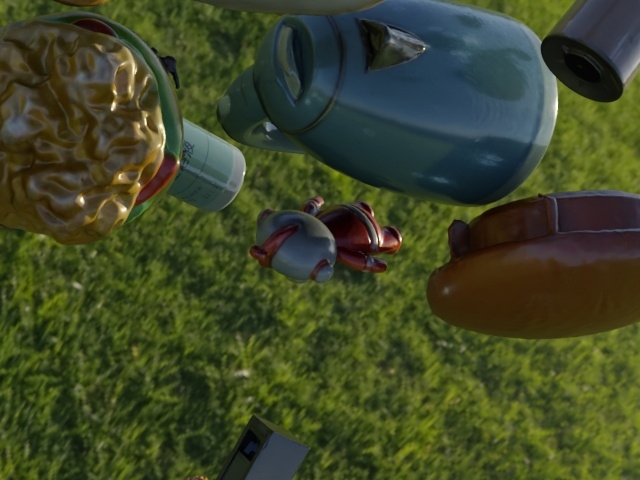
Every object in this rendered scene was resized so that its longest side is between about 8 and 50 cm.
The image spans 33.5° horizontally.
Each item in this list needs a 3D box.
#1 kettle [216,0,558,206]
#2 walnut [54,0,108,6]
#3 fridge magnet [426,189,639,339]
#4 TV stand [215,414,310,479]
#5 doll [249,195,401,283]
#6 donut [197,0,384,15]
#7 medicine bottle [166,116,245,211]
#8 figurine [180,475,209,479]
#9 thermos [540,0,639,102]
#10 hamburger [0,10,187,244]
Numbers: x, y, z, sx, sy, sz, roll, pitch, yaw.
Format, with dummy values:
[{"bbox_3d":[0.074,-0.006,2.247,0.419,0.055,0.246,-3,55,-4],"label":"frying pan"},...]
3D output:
[{"bbox_3d":[0.051,-0.164,1.264,0.342,0.319,0.247,5,70,-40],"label":"kettle"},{"bbox_3d":[-0.212,-0.301,0.959,0.144,0.180,0.144,38,-8,6],"label":"walnut"},{"bbox_3d":[0.313,0.040,1.348,0.364,0.364,0.155,9,69,-35],"label":"fridge magnet"},{"bbox_3d":[-0.098,0.281,0.950,0.049,0.256,0.040,30,-1,-34],"label":"TV stand"},{"bbox_3d":[0.000,0.000,1.307,0.142,0.076,0.245,42,35,25],"label":"doll"},{"bbox_3d":[-0.027,-0.364,0.820,0.383,0.382,0.142,29,12,-12],"label":"donut"},{"bbox_3d":[-0.263,-0.150,1.498,0.352,0.110,0.110,28,33,-43],"label":"medicine bottle"},{"bbox_3d":[-0.140,0.303,1.159,0.047,0.064,0.109,-5,31,8],"label":"figurine"},{"bbox_3d":[0.332,-0.261,1.193,0.105,0.193,0.137,43,-14,-25],"label":"thermos"},{"bbox_3d":[-0.248,-0.102,1.000,0.237,0.237,0.149,35,15,-5],"label":"hamburger"}]
